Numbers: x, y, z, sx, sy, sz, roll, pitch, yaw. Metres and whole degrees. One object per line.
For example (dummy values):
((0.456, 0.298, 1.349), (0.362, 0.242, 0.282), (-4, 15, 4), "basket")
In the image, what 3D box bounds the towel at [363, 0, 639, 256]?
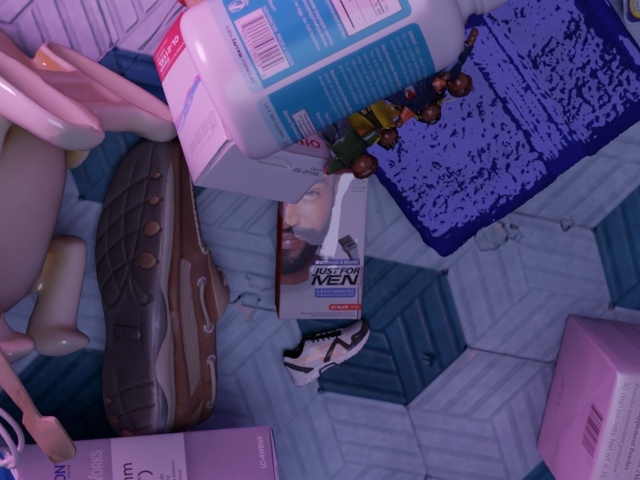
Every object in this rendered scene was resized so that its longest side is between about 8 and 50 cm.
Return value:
((0.185, -0.154, 1.519), (0.308, 0.076, 0.228), (-36, 102, 5), "towel")

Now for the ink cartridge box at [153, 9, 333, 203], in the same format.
((-0.078, -0.130, 1.405), (0.127, 0.175, 0.072), (10, 136, -37), "ink cartridge box")

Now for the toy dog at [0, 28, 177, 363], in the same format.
((-0.390, -0.015, 1.369), (0.395, 0.284, 0.408), (30, 102, 1), "toy dog")

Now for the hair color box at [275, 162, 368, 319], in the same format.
((0.000, 0.000, 1.547), (0.093, 0.053, 0.167), (0, 107, -7), "hair color box")

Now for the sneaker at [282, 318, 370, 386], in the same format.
((0.006, 0.118, 1.593), (0.109, 0.040, 0.044), (-34, 107, 3), "sneaker")

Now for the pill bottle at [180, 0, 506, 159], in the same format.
((0.023, -0.187, 1.239), (0.264, 0.146, 0.146), (-26, 110, 2), "pill bottle")

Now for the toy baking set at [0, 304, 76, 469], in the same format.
((-0.338, 0.117, 1.272), (0.256, 0.030, 0.197), (7, 122, 11), "toy baking set")

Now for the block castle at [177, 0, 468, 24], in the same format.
((0.002, -0.405, 1.293), (0.303, 0.213, 0.453), (-5, 130, -16), "block castle")

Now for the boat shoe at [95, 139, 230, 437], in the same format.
((-0.162, 0.053, 1.520), (0.116, 0.123, 0.324), (-4, 102, -42), "boat shoe")

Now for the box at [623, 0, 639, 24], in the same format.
((0.421, -0.311, 1.517), (0.225, 0.036, 0.136), (-9, 108, -7), "box")

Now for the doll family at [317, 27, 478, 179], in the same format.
((0.075, -0.136, 1.359), (0.193, 0.076, 0.111), (-33, 132, 9), "doll family")

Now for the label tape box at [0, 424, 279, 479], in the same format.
((-0.222, 0.309, 1.518), (0.347, 0.115, 0.249), (-5, 146, -9), "label tape box")

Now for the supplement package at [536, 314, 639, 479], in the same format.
((0.421, 0.209, 1.611), (0.292, 0.175, 0.178), (7, 106, -11), "supplement package")
